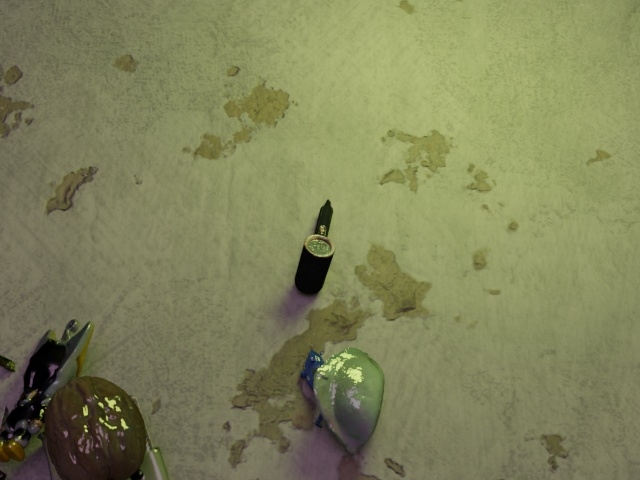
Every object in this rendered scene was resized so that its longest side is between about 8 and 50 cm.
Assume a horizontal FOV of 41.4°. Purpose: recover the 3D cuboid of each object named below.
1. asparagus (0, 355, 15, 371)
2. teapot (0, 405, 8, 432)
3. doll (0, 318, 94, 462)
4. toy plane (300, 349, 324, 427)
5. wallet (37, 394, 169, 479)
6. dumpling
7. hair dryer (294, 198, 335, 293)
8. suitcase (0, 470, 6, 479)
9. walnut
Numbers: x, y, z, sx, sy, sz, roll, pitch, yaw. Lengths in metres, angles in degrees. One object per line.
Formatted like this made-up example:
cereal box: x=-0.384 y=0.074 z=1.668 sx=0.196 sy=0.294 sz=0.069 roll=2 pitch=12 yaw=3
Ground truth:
asparagus: x=-0.686 y=0.245 z=1.779 sx=0.108 sy=0.025 sz=0.021 roll=23 pitch=72 yaw=10
teapot: x=-0.663 y=0.366 z=1.698 sx=0.064 sy=0.064 sz=0.083 roll=7 pitch=92 yaw=-7
doll: x=-0.552 y=0.290 z=1.695 sx=0.103 sy=0.145 sz=0.316 roll=31 pitch=51 yaw=-13
toy plane: x=-0.009 y=0.306 z=1.771 sx=0.062 sy=0.054 sz=0.167 roll=-20 pitch=60 yaw=15
wallet: x=-0.404 y=0.479 z=1.633 sx=0.223 sy=0.077 sz=0.309 roll=-20 pitch=65 yaw=-11
dumpling: x=0.052 y=0.321 z=1.727 sx=0.149 sy=0.104 sz=0.216 roll=11 pitch=61 yaw=-1
hair dryer: x=0.000 y=0.000 z=1.929 sx=0.070 sy=0.128 sz=0.255 roll=16 pitch=39 yaw=-1
suitcase: x=-0.789 y=0.494 z=1.538 sx=0.352 sy=0.194 sz=0.339 roll=30 pitch=66 yaw=14
walnut: x=-0.419 y=0.351 z=1.572 sx=0.178 sy=0.178 sz=0.230 roll=-25 pitch=62 yaw=-16
